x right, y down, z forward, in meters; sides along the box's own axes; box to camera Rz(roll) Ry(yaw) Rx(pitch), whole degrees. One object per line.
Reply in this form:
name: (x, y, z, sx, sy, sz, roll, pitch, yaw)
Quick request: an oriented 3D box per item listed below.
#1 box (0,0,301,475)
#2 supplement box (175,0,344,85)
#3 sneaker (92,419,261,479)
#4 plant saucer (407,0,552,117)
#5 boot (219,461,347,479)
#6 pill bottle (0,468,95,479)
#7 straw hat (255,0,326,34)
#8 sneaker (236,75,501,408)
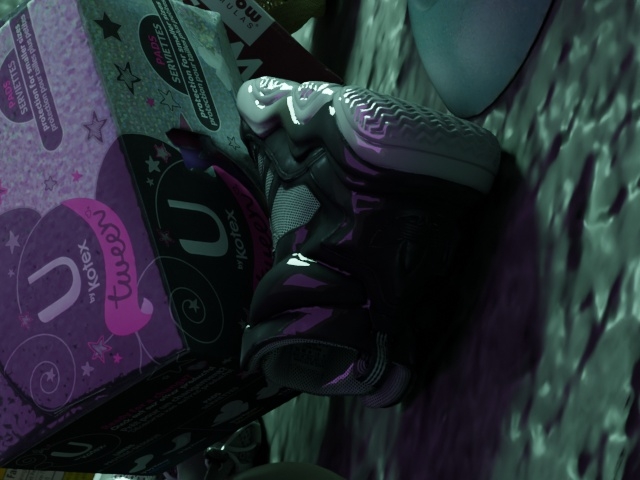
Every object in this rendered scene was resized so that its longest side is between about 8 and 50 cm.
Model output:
box: (-0.120, -0.007, 1.125, 0.163, 0.142, 0.247, -32, 66, 30)
supplement box: (-0.086, -0.094, 1.333, 0.073, 0.130, 0.239, -49, 3, -23)
sneaker: (-0.090, 0.144, 1.214, 0.115, 0.105, 0.281, -57, 26, 35)
plant saucer: (0.080, -0.160, 0.984, 0.195, 0.037, 0.195, -166, 90, -75)
boot: (-0.080, 0.235, 0.939, 0.305, 0.112, 0.115, -49, -27, -30)
pill bottle: (-0.189, 0.125, 1.388, 0.119, 0.209, 0.119, -166, 90, -75)
straw hat: (-0.025, -0.174, 1.333, 0.061, 0.144, 0.144, 64, 170, -11)
sneaker: (0.000, 0.000, 1.003, 0.268, 0.101, 0.153, -163, 89, -73)
